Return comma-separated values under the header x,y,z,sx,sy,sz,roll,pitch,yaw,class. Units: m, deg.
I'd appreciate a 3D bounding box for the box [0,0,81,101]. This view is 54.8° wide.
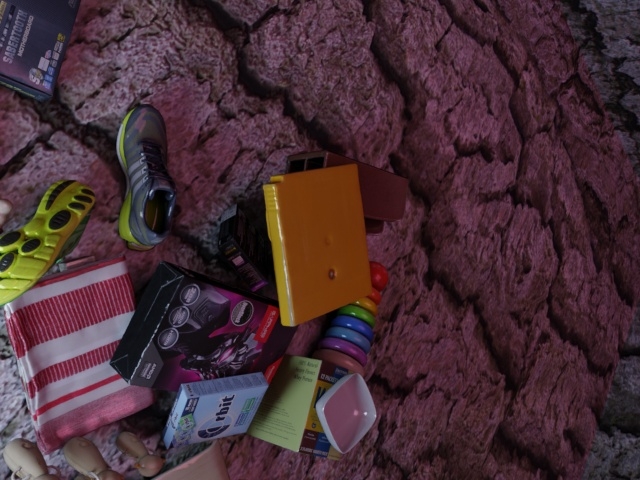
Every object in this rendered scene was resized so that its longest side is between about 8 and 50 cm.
x,y,z,sx,sy,sz,roll,pitch,yaw,class
-0.550,-0.393,1.110,0.183,0.059,0.232,21,74,-38,box

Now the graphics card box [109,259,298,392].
x,y,z,sx,sy,sz,roll,pitch,yaw,class
-0.220,0.203,1.286,0.371,0.094,0.232,28,89,-47,graphics card box

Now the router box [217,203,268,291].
x,y,z,sx,sy,sz,roll,pitch,yaw,class
-0.169,0.013,1.373,0.133,0.046,0.179,55,12,-25,router box

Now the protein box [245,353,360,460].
x,y,z,sx,sy,sz,roll,pitch,yaw,class
-0.042,0.382,1.444,0.136,0.200,0.201,28,70,-39,protein box

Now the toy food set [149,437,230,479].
x,y,z,sx,sy,sz,roll,pitch,yaw,class
-0.317,0.567,1.283,0.306,0.092,0.219,-22,105,-32,toy food set

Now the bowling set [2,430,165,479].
x,y,z,sx,sy,sz,roll,pitch,yaw,class
-0.430,0.464,1.108,0.287,0.154,0.199,11,97,-48,bowling set

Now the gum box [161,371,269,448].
x,y,z,sx,sy,sz,roll,pitch,yaw,class
-0.217,0.350,1.275,0.185,0.041,0.156,1,128,-37,gum box

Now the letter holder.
x,y,z,sx,sy,sz,roll,pitch,yaw,class
0.062,-0.086,1.587,0.302,0.152,0.214,13,82,-41,letter holder

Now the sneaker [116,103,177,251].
x,y,z,sx,sy,sz,roll,pitch,yaw,class
-0.337,-0.128,1.249,0.111,0.121,0.299,-3,91,-42,sneaker

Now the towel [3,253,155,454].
x,y,z,sx,sy,sz,roll,pitch,yaw,class
-0.442,0.212,1.164,0.237,0.037,0.328,-21,114,-41,towel

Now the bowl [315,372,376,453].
x,y,z,sx,sy,sz,roll,pitch,yaw,class
0.051,0.375,1.357,0.142,0.053,0.142,-36,112,-38,bowl

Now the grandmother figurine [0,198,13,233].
x,y,z,sx,sy,sz,roll,pitch,yaw,class
-0.623,-0.046,1.017,0.208,0.104,0.342,2,91,-14,grandmother figurine

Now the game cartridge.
x,y,z,sx,sy,sz,roll,pitch,yaw,class
0.000,0.000,1.390,0.285,0.053,0.323,-15,100,-47,game cartridge

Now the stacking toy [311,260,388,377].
x,y,z,sx,sy,sz,roll,pitch,yaw,class
0.099,0.197,1.628,0.141,0.141,0.330,43,58,-32,stacking toy

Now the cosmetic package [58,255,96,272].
x,y,z,sx,sy,sz,roll,pitch,yaw,class
-0.456,0.091,1.191,0.060,0.041,0.115,-17,100,-41,cosmetic package

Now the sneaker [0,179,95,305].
x,y,z,sx,sy,sz,roll,pitch,yaw,class
-0.489,0.018,1.080,0.110,0.123,0.295,25,46,3,sneaker
